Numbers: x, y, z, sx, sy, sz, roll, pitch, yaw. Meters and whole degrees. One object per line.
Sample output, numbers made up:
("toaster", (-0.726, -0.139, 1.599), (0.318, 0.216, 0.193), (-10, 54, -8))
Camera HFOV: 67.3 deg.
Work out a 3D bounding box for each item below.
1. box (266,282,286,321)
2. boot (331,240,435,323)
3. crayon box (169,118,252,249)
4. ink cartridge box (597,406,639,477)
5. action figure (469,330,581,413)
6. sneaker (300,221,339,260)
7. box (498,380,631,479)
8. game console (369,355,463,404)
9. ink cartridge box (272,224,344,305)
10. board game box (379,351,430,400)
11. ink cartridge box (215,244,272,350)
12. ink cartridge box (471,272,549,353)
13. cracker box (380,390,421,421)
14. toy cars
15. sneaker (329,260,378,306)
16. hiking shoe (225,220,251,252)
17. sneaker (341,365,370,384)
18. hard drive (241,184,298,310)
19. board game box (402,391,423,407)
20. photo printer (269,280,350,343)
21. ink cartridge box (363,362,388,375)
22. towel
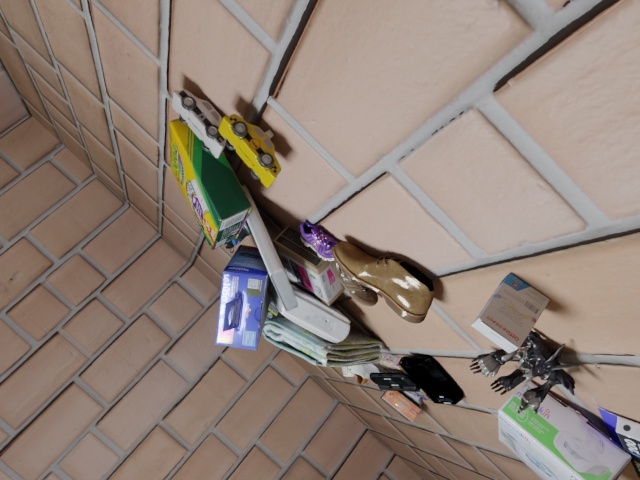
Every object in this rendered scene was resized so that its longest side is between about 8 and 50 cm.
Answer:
("box", (-0.193, 0.278, 2.022), (0.270, 0.216, 0.060), (34, 158, 17))
("boot", (0.160, 0.071, 1.221), (0.305, 0.112, 0.115), (36, 128, 28))
("crayon box", (-0.349, -0.164, 1.471), (0.312, 0.106, 0.363), (61, 159, 5))
("ink cartridge box", (0.721, 0.469, 1.039), (0.208, 0.045, 0.206), (11, 143, 56))
("action figure", (0.441, 0.295, 1.062), (0.164, 0.141, 0.275), (50, 162, 11))
("sneaker", (0.000, 0.000, 1.362), (0.170, 0.068, 0.071), (29, 149, 33))
("box", (0.587, 0.508, 1.189), (0.262, 0.127, 0.231), (39, 163, 39))
("game console", (0.308, 0.488, 1.693), (0.213, 0.044, 0.362), (49, 144, -17))
("ink cartridge box", (-0.036, 0.083, 1.551), (0.193, 0.088, 0.234), (31, 155, 30))
("board game box", (0.319, 0.510, 1.813), (0.193, 0.045, 0.147), (49, 158, -18))
("ink cartridge box", (-0.256, 0.195, 1.666), (0.151, 0.269, 0.395), (8, -167, -4))
("ink cartridge box", (0.361, 0.139, 0.918), (0.089, 0.122, 0.052), (37, 158, 14))
("cracker box", (0.342, 0.706, 2.079), (0.156, 0.067, 0.232), (36, 168, 15))
("toy cars", (-0.227, -0.273, 1.212), (0.394, 0.087, 0.176), (32, 152, 33))
("sneaker", (0.105, 0.121, 1.411), (0.188, 0.066, 0.071), (43, 154, -6))
("hiking shoe", (-0.401, -0.085, 1.800), (0.304, 0.132, 0.113), (33, 157, 23))
("sneaker", (0.121, 0.502, 2.041), (0.290, 0.123, 0.106), (50, 160, -16))
("hard drive", (-0.169, 0.022, 1.503), (0.233, 0.047, 0.352), (75, 169, -54))
("board game box", (0.382, 0.652, 2.011), (0.090, 0.020, 0.090), (26, 156, 36))
("photo printer", (-0.049, 0.236, 1.720), (0.256, 0.107, 0.307), (31, 179, -17))
("ink cartridge box", (0.225, 0.505, 1.946), (0.104, 0.060, 0.180), (30, 156, 30))
("towel", (0.007, 0.370, 1.791), (0.321, 0.090, 0.375), (7, -174, -40))
